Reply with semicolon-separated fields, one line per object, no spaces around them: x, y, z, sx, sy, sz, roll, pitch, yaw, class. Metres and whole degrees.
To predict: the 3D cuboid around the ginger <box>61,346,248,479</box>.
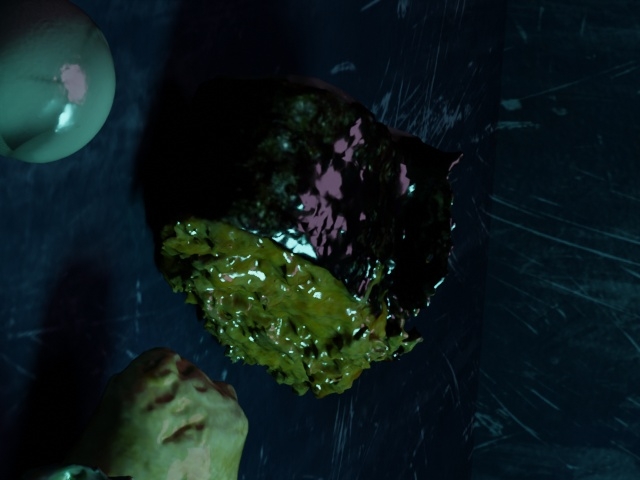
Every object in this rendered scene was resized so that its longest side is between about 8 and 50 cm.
-0.139;0.249;1.268;0.190;0.126;0.354;-20;121;-49;ginger

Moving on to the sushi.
0.000;0.000;1.476;0.348;0.234;0.207;51;48;-61;sushi

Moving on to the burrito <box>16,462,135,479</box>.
-0.146;0.242;1.135;0.144;0.089;0.229;-41;126;-27;burrito

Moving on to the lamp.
-0.175;-0.099;1.059;0.105;0.105;0.105;7;90;-73;lamp
